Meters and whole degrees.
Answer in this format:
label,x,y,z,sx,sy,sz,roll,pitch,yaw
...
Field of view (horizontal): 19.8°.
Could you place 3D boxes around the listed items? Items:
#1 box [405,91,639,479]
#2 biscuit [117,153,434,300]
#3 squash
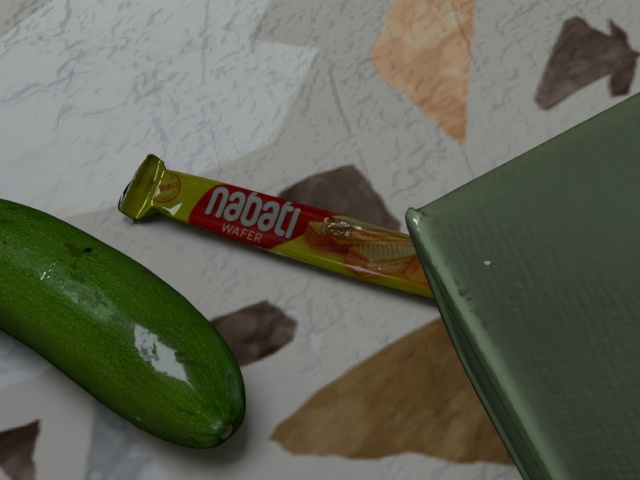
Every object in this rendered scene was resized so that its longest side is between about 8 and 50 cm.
label,x,y,z,sx,sy,sz,roll,pitch,yaw
box,0.262,0.052,0.884,0.344,0.177,0.352,-25,47,-2
biscuit,0.000,0.000,1.122,0.292,0.026,0.048,16,75,30
squash,-0.148,0.036,1.100,0.292,0.082,0.082,29,63,37
